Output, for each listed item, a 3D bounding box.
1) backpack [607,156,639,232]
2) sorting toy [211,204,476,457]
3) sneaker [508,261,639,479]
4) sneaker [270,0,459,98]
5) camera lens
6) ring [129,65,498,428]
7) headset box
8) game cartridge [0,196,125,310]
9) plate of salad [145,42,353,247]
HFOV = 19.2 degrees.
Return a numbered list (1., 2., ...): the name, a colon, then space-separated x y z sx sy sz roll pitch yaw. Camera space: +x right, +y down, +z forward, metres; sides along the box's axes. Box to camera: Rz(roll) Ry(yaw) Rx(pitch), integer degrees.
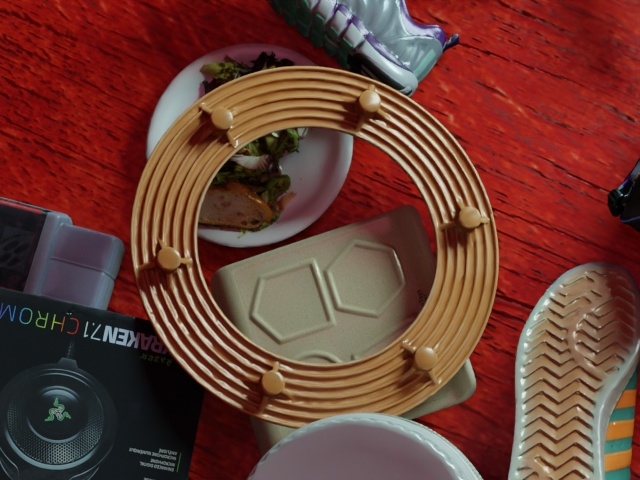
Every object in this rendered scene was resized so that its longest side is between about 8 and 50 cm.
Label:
1. backpack: 0.354 -0.075 1.657 0.117 0.158 0.173 30 79 -16
2. sorting toy: 0.020 0.086 1.733 0.208 0.038 0.193 -20 72 6
3. sneaker: 0.223 0.166 1.661 0.108 0.121 0.302 6 59 18
4. sneaker: 0.024 -0.230 1.790 0.223 0.083 0.098 44 74 5
5. camera lens: 0.045 0.260 1.572 0.219 0.274 0.219 -2 78 8
6. ring: 0.000 0.000 1.668 0.336 0.032 0.337 4 74 -12
7. headset box: -0.248 0.196 1.656 0.246 0.131 0.283 14 82 -16
8. game cartridge: -0.382 0.056 1.795 0.355 0.068 0.230 14 85 11
9. plate of salad: -0.069 -0.093 1.782 0.199 0.048 0.200 -2 78 9
